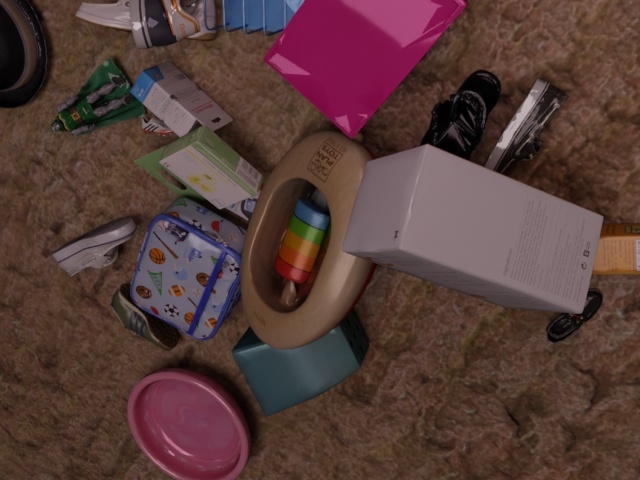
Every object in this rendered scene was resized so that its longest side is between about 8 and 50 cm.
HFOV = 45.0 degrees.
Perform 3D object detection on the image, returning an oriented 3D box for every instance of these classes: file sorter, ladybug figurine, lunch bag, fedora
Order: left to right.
[{"bbox_3d":[-0.752,-0.424,1.638,0.334,0.152,0.334,9,116,19],"label":"fedora"},{"bbox_3d":[-0.270,0.066,1.669,0.243,0.115,0.303,31,128,3],"label":"lunch bag"},{"bbox_3d":[-0.117,-0.434,1.396,0.170,0.104,0.118,10,116,19],"label":"file sorter"},{"bbox_3d":[0.000,0.000,1.472,0.305,0.162,0.449,42,117,38],"label":"ladybug figurine"},{"bbox_3d":[0.091,-0.363,1.295,0.202,0.182,0.290,42,123,-1],"label":"file sorter"}]

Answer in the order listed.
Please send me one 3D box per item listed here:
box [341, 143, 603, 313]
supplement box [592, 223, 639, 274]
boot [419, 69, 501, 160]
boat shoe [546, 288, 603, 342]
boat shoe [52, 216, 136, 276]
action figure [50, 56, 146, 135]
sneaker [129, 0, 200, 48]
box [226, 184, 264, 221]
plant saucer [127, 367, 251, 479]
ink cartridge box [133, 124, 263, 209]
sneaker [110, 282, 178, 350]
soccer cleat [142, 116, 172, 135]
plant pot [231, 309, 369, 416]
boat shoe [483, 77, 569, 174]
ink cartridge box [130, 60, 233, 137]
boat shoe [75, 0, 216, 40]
[{"bbox_3d":[0.246,-0.010,1.268,0.345,0.215,0.168,19,81,-21],"label":"box"},{"bbox_3d":[0.531,0.014,1.344,0.233,0.078,0.080,1,110,22],"label":"supplement box"},{"bbox_3d":[0.217,-0.167,1.317,0.094,0.207,0.246,32,122,6],"label":"boot"},{"bbox_3d":[0.477,0.144,1.448,0.049,0.042,0.133,42,120,3],"label":"boat shoe"},{"bbox_3d":[-0.509,0.023,1.775,0.268,0.096,0.088,-20,108,30],"label":"boat shoe"},{"bbox_3d":[-0.497,-0.281,1.653,0.232,0.063,0.137,-20,105,31],"label":"action figure"},{"bbox_3d":[-0.281,-0.497,1.395,0.128,0.126,0.321,-7,77,-2],"label":"sneaker"},{"bbox_3d":[-0.139,-0.080,1.611,0.136,0.028,0.081,28,121,7],"label":"box"},{"bbox_3d":[-0.312,0.447,1.890,0.332,0.084,0.332,9,117,19],"label":"plant saucer"},{"bbox_3d":[-0.254,-0.128,1.555,0.235,0.056,0.171,-19,134,39],"label":"ink cartridge box"},{"bbox_3d":[-0.425,0.193,1.839,0.192,0.064,0.086,50,129,-4],"label":"sneaker"},{"bbox_3d":[-0.340,-0.242,1.621,0.083,0.029,0.035,9,120,24],"label":"soccer cleat"},{"bbox_3d":[-0.029,0.234,1.633,0.234,0.165,0.165,-21,104,22],"label":"plant pot"},{"bbox_3d":[0.347,-0.170,1.337,0.070,0.078,0.219,32,119,8],"label":"boat shoe"},{"bbox_3d":[-0.274,-0.268,1.537,0.180,0.104,0.060,42,121,1],"label":"ink cartridge box"},{"bbox_3d":[-0.333,-0.447,1.489,0.277,0.098,0.096,8,104,4],"label":"boat shoe"}]
